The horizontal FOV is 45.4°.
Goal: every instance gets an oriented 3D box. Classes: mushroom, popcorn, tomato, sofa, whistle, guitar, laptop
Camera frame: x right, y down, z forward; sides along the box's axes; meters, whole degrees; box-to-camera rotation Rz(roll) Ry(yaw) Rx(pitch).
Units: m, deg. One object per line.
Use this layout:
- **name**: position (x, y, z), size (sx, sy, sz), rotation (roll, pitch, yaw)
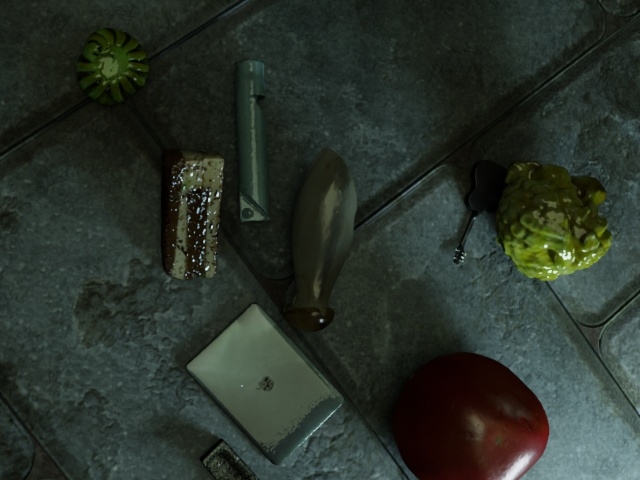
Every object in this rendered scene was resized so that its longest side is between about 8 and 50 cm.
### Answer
- **mushroom**: position (0.000, 0.000, 1.465), size (0.128, 0.128, 0.350), rotation (10, 86, -13)
- **popcorn**: position (0.463, -0.050, 1.550), size (0.237, 0.206, 0.251), rotation (-11, 79, -13)
- **tomato**: position (0.292, 0.360, 1.461), size (0.299, 0.226, 0.298), rotation (1, 87, -18)
- **sofa**: position (-0.167, 0.433, 1.432), size (0.060, 0.039, 0.118), rotation (-42, 96, -13)
- **whistle**: position (-0.131, -0.191, 1.477), size (0.062, 0.062, 0.312), rotation (-1, 86, -15)
- **guitar**: position (0.327, -0.057, 1.603), size (0.088, 0.025, 0.233), rotation (26, 80, -12)
- **laptop**: position (-0.105, 0.276, 1.472), size (0.187, 0.015, 0.269), rotation (-43, 97, -13)

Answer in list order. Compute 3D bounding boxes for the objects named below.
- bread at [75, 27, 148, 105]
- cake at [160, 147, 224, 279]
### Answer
- **bread**: position (-0.388, -0.324, 1.418), size (0.130, 0.071, 0.139), rotation (42, 77, -13)
- **cake**: position (-0.236, -0.051, 1.402), size (0.112, 0.135, 0.246), rotation (2, 86, -15)
